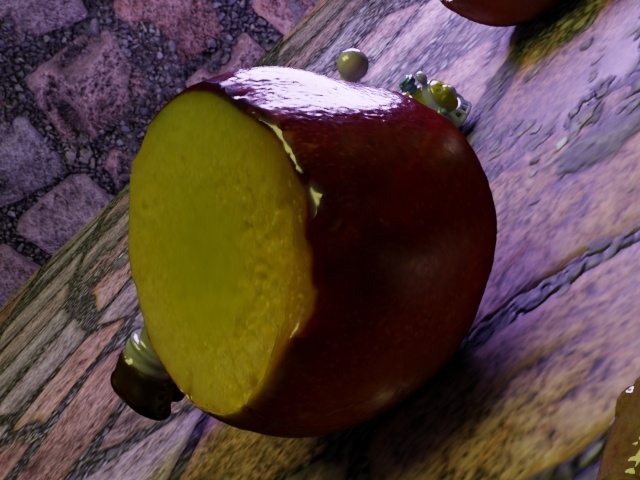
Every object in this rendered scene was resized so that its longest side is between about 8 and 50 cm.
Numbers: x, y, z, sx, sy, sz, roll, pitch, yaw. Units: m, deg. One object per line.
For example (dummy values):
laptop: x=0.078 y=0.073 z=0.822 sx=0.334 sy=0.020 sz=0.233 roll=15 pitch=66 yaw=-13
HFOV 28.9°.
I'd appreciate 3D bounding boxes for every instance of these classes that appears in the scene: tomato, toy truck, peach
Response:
tomato: x=0.228 y=-0.297 z=1.274 sx=0.225 sy=0.085 sz=0.225 roll=-38 pitch=18 yaw=14
toy truck: x=0.089 y=-0.117 z=1.199 sx=0.111 sy=0.077 sz=0.076 roll=-37 pitch=18 yaw=34
peach: x=0.000 y=0.000 z=0.823 sx=0.245 sy=0.248 sz=0.275 roll=-27 pitch=18 yaw=-16

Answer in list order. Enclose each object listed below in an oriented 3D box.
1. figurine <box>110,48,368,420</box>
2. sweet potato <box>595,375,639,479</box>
figurine: x=-0.046 y=0.006 z=1.098 sx=0.370 sy=0.167 sz=0.281 roll=-48 pitch=-1 yaw=18
sweet potato: x=0.195 y=0.014 z=0.584 sx=0.067 sy=0.059 sz=0.281 roll=-18 pitch=32 yaw=45
